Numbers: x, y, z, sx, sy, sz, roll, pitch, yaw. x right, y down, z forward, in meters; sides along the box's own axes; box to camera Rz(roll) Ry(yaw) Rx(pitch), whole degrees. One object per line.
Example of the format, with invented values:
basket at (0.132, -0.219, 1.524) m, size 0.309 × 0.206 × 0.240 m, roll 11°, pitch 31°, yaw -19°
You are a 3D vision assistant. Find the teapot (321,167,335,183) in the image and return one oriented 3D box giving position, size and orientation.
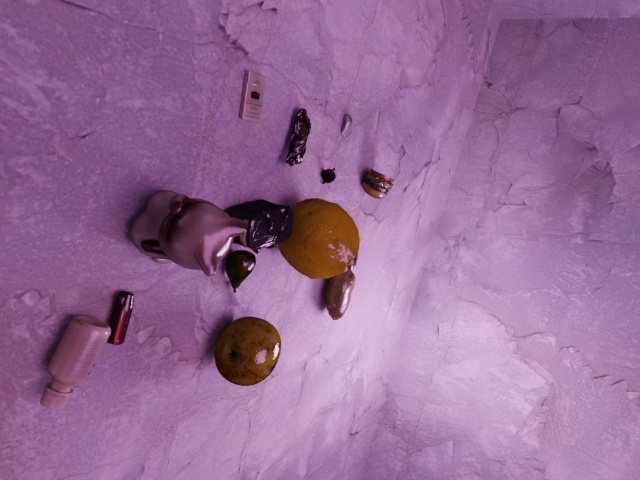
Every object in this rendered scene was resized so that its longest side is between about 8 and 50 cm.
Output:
teapot at (0.039, -0.302, 2.034) m, size 0.045 × 0.068 × 0.100 m, roll -30°, pitch 164°, yaw -47°

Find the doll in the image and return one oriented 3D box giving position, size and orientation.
doll at (-0.414, -0.030, 1.294) m, size 0.215 × 0.370 × 0.226 m, roll -54°, pitch 124°, yaw -27°

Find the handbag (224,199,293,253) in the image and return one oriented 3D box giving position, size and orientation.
handbag at (-0.233, -0.054, 1.656) m, size 0.254 × 0.181 × 0.182 m, roll -19°, pitch 120°, yaw -49°

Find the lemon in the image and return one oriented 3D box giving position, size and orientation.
lemon at (0.000, 0.000, 1.856) m, size 0.350 × 0.387 × 0.350 m, roll -49°, pitch 160°, yaw -25°

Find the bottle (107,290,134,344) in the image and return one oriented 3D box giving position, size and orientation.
bottle at (-0.623, 0.238, 1.349) m, size 0.060 × 0.060 × 0.165 m, roll 11°, pitch 95°, yaw -56°

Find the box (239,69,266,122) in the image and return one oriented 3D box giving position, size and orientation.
box at (-0.243, -0.516, 1.559) m, size 0.090 × 0.024 × 0.167 m, roll -7°, pitch 112°, yaw -54°

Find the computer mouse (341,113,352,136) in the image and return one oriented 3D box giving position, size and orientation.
computer mouse at (0.130, -0.548, 2.073) m, size 0.055 × 0.032 × 0.110 m, roll 1°, pitch 105°, yaw -55°

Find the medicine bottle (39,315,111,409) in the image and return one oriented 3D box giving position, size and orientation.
medicine bottle at (-0.705, 0.348, 1.232) m, size 0.114 × 0.114 × 0.253 m, roll 36°, pitch 75°, yaw -55°

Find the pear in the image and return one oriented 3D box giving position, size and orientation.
pear at (-0.287, 0.445, 1.753) m, size 0.283 × 0.283 × 0.284 m, roll -29°, pitch 128°, yaw -45°

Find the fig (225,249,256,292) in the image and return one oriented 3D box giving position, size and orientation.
fig at (-0.324, 0.119, 1.690) m, size 0.117 × 0.117 × 0.178 m, roll -7°, pitch 127°, yaw -54°

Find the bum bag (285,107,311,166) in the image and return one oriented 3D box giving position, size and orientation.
bum bag at (-0.088, -0.422, 1.789) m, size 0.102 × 0.069 × 0.248 m, roll 22°, pitch 84°, yaw -81°

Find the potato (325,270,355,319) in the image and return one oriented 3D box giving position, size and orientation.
potato at (0.099, 0.289, 2.341) m, size 0.191 × 0.141 × 0.297 m, roll -24°, pitch 125°, yaw -68°

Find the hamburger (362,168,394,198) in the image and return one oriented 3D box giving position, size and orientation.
hamburger at (0.305, -0.299, 2.341) m, size 0.175 × 0.175 × 0.137 m, roll 8°, pitch 112°, yaw -56°
